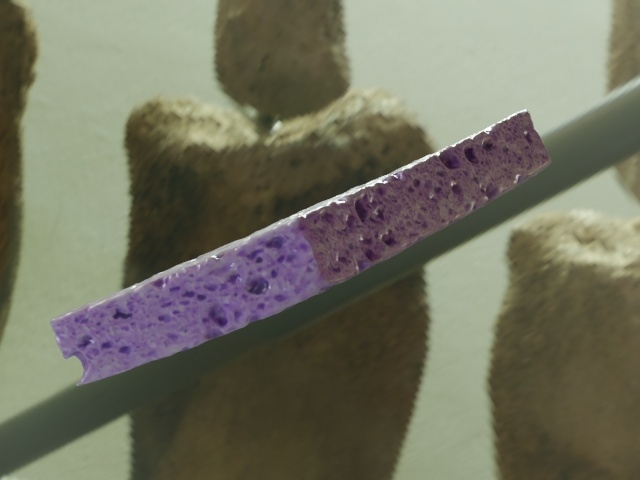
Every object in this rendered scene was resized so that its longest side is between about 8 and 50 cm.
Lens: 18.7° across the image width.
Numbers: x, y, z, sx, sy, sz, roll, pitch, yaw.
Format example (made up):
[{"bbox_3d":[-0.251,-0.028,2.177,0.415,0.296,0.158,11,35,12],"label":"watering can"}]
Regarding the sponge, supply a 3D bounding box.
[{"bbox_3d":[0.000,0.000,0.766,0.210,0.117,0.031,-25,-88,-59],"label":"sponge"}]
